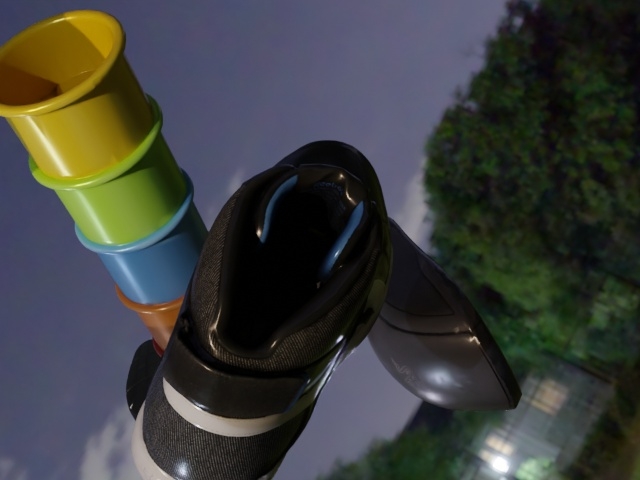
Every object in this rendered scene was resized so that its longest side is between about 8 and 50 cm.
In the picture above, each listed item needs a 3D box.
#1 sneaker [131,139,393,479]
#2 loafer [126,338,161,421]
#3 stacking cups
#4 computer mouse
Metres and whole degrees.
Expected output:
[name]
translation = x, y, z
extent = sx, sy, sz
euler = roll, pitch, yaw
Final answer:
[sneaker]
translation = 0.000, 0.000, 0.490
extent = 0.217, 0.079, 0.121
euler = -66, 1, -48
[loafer]
translation = -0.184, 0.198, 1.395
extent = 0.061, 0.062, 0.170
euler = 26, -134, -48
[stacking cups]
translation = -0.108, -0.004, 0.806
extent = 0.096, 0.096, 0.316
euler = -54, -41, -27
[computer mouse]
translation = 0.063, 0.065, 0.794
extent = 0.060, 0.262, 0.184
euler = -31, -57, -3
